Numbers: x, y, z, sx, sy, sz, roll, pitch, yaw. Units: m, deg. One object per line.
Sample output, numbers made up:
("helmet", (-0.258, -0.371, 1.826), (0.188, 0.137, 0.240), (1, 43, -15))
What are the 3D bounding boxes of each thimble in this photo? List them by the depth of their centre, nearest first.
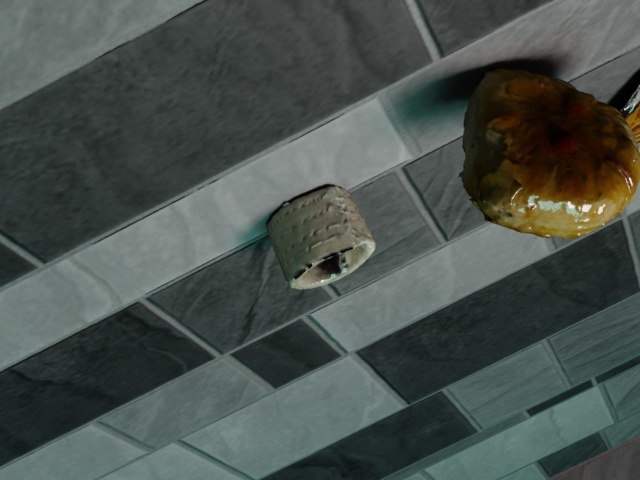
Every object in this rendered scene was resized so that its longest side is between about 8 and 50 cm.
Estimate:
("thimble", (0.000, 0.000, 1.740), (0.115, 0.090, 0.102), (-38, 152, 31))

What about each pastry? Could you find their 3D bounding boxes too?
("pastry", (0.249, -0.098, 1.610), (0.229, 0.218, 0.100), (-43, 166, -30))

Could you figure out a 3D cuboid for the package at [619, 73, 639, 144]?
("package", (0.411, -0.145, 1.890), (0.154, 0.030, 0.239), (-7, 150, -37))
